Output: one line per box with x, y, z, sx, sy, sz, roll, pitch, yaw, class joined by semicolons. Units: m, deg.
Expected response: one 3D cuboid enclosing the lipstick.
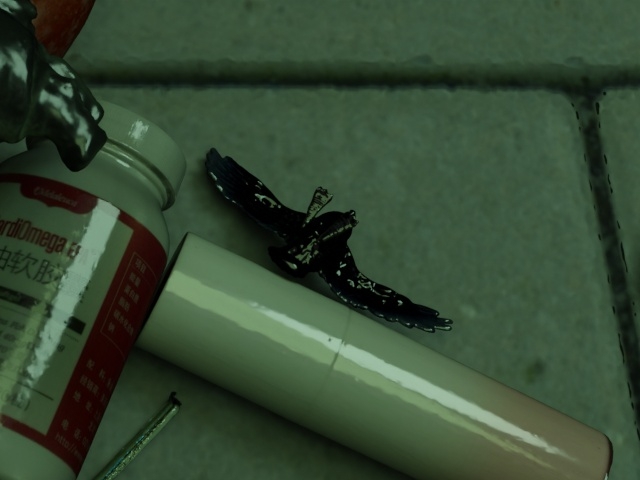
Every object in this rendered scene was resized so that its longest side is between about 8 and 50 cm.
0.037;0.103;0.962;0.327;0.087;0.087;26;65;-7;lipstick

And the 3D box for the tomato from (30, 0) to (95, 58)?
-0.234;-0.181;0.951;0.187;0.151;0.187;-2;84;23;tomato

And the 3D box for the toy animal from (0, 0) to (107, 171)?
-0.287;-0.018;0.780;0.343;0.106;0.168;-29;110;-5;toy animal

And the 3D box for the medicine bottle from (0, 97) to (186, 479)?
-0.178;0.039;0.893;0.131;0.131;0.250;24;66;-8;medicine bottle

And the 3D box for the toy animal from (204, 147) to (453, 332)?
0.000;0.000;0.986;0.220;0.108;0.062;37;92;8;toy animal

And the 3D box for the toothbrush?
-0.186;0.202;0.889;0.028;0.026;0.294;48;63;-17;toothbrush
